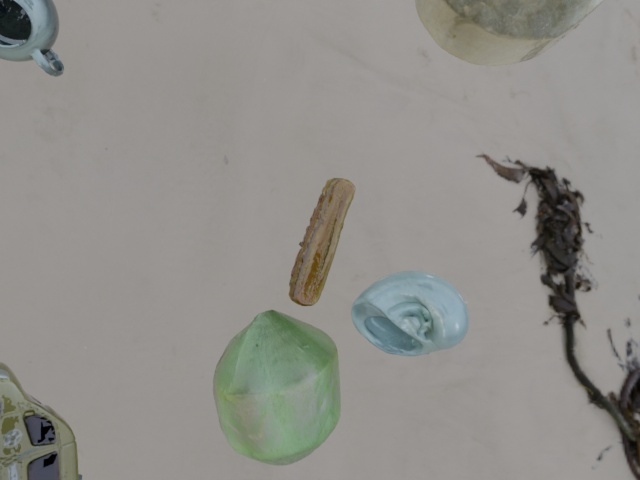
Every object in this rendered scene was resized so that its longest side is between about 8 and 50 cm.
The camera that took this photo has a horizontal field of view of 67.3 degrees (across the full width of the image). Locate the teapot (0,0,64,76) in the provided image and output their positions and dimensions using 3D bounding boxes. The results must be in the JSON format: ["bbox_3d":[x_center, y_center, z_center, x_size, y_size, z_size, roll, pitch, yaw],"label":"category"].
[{"bbox_3d":[-0.667,-0.478,1.025,0.193,0.129,0.294,-32,130,4],"label":"teapot"}]

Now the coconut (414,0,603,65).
[{"bbox_3d":[0.200,-0.294,0.507,0.202,0.222,0.201,1,101,7],"label":"coconut"}]

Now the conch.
[{"bbox_3d":[0.174,0.144,0.937,0.221,0.121,0.184,11,103,13],"label":"conch"}]

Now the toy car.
[{"bbox_3d":[-0.350,0.265,0.560,0.125,0.101,0.256,-2,87,-41],"label":"toy car"}]

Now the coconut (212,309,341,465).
[{"bbox_3d":[-0.094,0.301,1.047,0.328,0.282,0.327,-2,90,-70],"label":"coconut"}]

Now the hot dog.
[{"bbox_3d":[0.003,0.001,1.027,0.088,0.061,0.285,25,85,-21],"label":"hot dog"}]
